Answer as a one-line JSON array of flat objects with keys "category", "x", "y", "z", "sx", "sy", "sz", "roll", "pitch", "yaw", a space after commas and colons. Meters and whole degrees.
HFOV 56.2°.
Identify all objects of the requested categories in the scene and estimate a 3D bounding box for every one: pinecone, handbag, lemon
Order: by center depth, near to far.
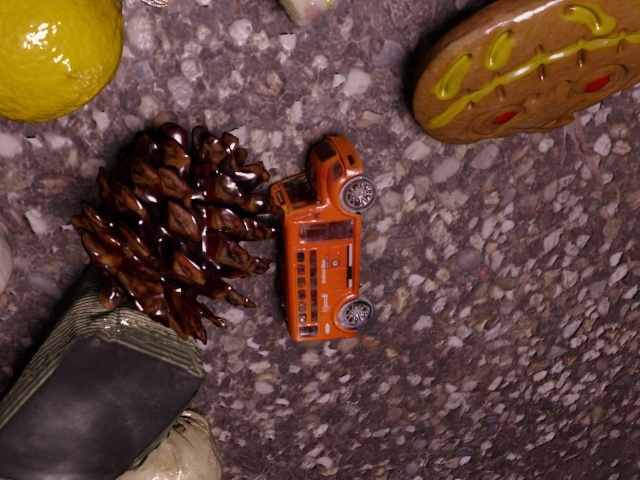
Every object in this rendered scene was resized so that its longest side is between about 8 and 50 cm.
[{"category": "lemon", "x": -0.337, "y": -0.241, "z": 0.704, "sx": 0.231, "sy": 0.192, "sz": 0.192, "roll": -27, "pitch": 123, "yaw": 4}, {"category": "pinecone", "x": -0.178, "y": -0.015, "z": 0.821, "sx": 0.242, "sy": 0.296, "sz": 0.298, "roll": 14, "pitch": 156, "yaw": 18}, {"category": "handbag", "x": -0.343, "y": 0.204, "z": 0.932, "sx": 0.247, "sy": 0.240, "sz": 0.341, "roll": 32, "pitch": 108, "yaw": -32}]

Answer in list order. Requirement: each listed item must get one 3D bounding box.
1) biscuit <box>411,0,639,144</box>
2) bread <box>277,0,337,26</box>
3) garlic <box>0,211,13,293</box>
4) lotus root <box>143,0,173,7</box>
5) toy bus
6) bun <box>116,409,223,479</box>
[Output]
[{"category": "biscuit", "x": 0.334, "y": -0.241, "z": 0.872, "sx": 0.394, "sy": 0.070, "sz": 0.350, "roll": -22, "pitch": 155, "yaw": 20}, {"category": "bread", "x": -0.052, "y": -0.447, "z": 0.689, "sx": 0.187, "sy": 0.155, "sz": 0.338, "roll": -31, "pitch": 125, "yaw": 13}, {"category": "garlic", "x": -0.553, "y": 0.043, "z": 0.808, "sx": 0.245, "sy": 0.245, "sz": 0.253, "roll": 14, "pitch": 137, "yaw": -22}, {"category": "lotus root", "x": -0.228, "y": -0.334, "z": 0.776, "sx": 0.083, "sy": 0.030, "sz": 0.037, "roll": 32, "pitch": 113, "yaw": -27}, {"category": "toy bus", "x": 0.000, "y": 0.000, "z": 0.970, "sx": 0.153, "sy": 0.143, "sz": 0.329, "roll": -7, "pitch": 122, "yaw": -11}, {"category": "bun", "x": -0.302, "y": 0.394, "z": 1.054, "sx": 0.259, "sy": 0.259, "sz": 0.152, "roll": -18, "pitch": 109, "yaw": -5}]
